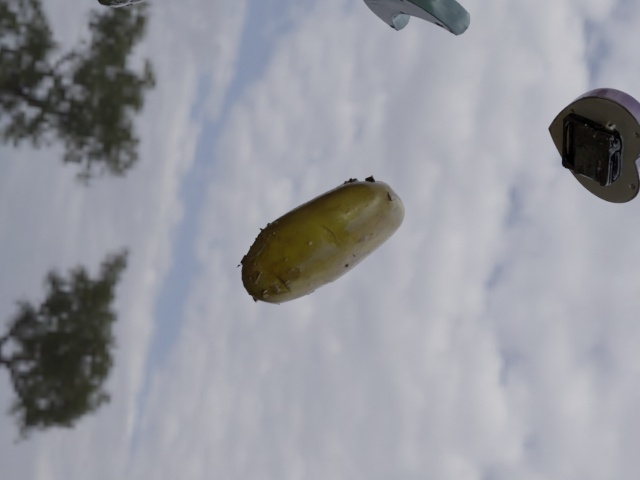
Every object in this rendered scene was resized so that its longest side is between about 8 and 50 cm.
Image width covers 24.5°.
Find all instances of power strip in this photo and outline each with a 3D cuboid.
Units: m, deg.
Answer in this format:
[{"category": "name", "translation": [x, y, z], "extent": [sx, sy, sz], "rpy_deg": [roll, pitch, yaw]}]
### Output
[{"category": "power strip", "translation": [0.125, -0.364, 2.244], "extent": [0.044, 0.137, 0.216], "rpy_deg": [-59, -148, -6]}]

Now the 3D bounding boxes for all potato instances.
[{"category": "potato", "translation": [0.000, 0.000, 2.471], "extent": [0.140, 0.300, 0.173], "rpy_deg": [58, 7, 8]}]

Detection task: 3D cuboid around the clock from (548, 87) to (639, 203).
[{"category": "clock", "translation": [0.431, -0.149, 2.319], "extent": [0.172, 0.064, 0.198], "rpy_deg": [25, -42, 31]}]

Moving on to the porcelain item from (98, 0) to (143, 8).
[{"category": "porcelain item", "translation": [-0.163, -0.296, 1.554], "extent": [0.216, 0.081, 0.069], "rpy_deg": [-3, -80, 58]}]
